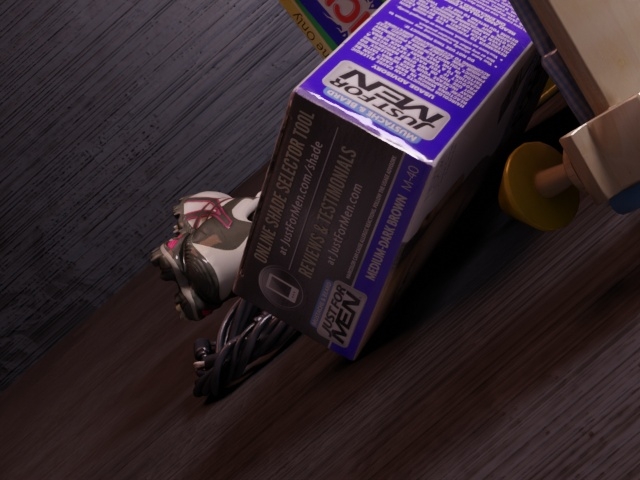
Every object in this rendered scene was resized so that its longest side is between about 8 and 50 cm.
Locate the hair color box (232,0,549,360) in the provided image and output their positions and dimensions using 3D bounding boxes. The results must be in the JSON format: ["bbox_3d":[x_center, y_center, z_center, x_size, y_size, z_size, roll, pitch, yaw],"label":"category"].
[{"bbox_3d":[0.078,-0.091,1.000,0.339,0.110,0.185,-47,-17,-45],"label":"hair color box"}]

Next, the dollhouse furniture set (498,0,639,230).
[{"bbox_3d":[0.127,-0.170,0.748,0.303,0.286,0.198,-32,1,-33],"label":"dollhouse furniture set"}]

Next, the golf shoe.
[{"bbox_3d":[-0.086,0.001,1.407,0.120,0.105,0.273,-27,14,8],"label":"golf shoe"}]

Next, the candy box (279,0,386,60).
[{"bbox_3d":[0.126,-0.270,1.400,0.317,0.268,0.122,-34,6,47],"label":"candy box"}]

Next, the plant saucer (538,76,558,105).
[{"bbox_3d":[0.201,-0.246,1.227,0.188,0.188,0.045,-40,-4,11],"label":"plant saucer"}]

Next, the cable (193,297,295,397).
[{"bbox_3d":[-0.045,0.061,1.208,0.184,0.047,0.150,-39,8,15],"label":"cable"}]
